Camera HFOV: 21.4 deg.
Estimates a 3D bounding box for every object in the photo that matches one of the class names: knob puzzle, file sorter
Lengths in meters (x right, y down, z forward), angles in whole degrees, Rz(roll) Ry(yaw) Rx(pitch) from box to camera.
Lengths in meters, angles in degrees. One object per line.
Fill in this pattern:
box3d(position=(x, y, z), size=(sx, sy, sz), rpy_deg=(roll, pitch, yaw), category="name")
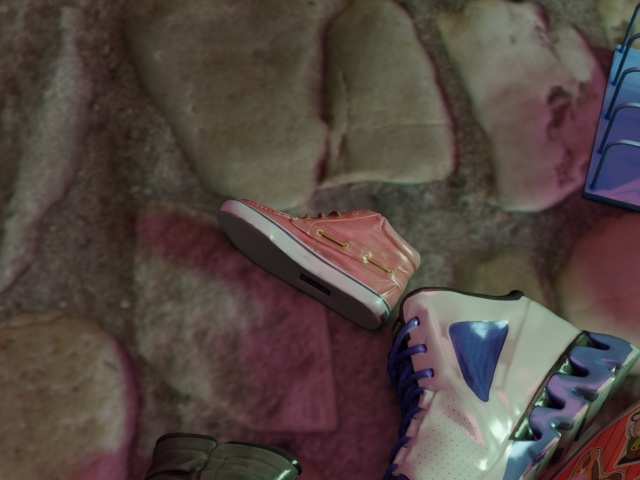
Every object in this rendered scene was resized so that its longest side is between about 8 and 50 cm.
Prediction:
box3d(position=(0.247, 0.177, 1.362), size=(0.030, 0.213, 0.213), rpy_deg=(48, 66, -15), category="knob puzzle")
box3d(position=(0.323, -0.121, 1.558), size=(0.118, 0.104, 0.170), rpy_deg=(15, 63, 4), category="file sorter")

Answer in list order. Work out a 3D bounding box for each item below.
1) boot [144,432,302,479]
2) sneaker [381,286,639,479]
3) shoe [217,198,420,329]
box3d(position=(-0.052, 0.225, 1.327), size=(0.246, 0.083, 0.161), rpy_deg=(11, 45, 24), category="boot")
box3d(position=(0.103, 0.148, 1.407), size=(0.182, 0.127, 0.315), rpy_deg=(38, 60, 19), category="sneaker")
box3d(position=(0.000, 0.000, 1.504), size=(0.178, 0.063, 0.081), rpy_deg=(33, 64, 7), category="shoe")
